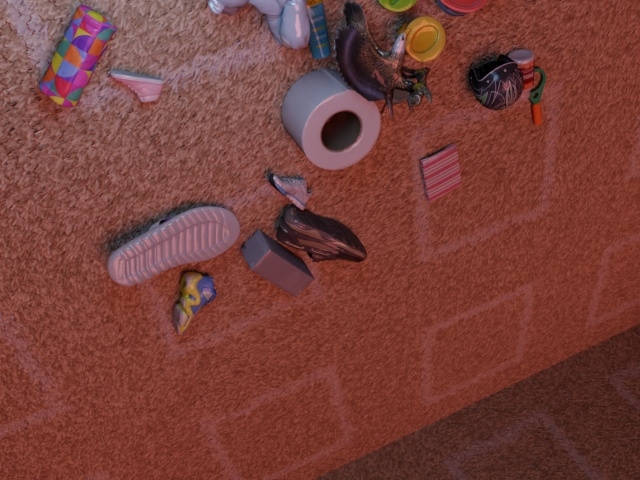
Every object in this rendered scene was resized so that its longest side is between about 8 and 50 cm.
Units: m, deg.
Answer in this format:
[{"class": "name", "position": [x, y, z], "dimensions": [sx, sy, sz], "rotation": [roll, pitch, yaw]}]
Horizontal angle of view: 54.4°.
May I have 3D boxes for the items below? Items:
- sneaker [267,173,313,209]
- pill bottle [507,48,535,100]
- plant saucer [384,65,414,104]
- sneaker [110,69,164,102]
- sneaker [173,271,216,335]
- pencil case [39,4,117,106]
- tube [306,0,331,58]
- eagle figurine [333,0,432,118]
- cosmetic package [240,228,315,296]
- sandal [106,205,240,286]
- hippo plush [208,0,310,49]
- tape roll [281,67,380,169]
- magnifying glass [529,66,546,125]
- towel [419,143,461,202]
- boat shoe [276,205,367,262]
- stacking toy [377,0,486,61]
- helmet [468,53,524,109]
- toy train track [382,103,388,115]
[{"class": "sneaker", "position": [-0.090, -0.172, 1.944], "dimensions": [0.083, 0.071, 0.190], "rotation": [-49, 141, 5]}, {"class": "pill bottle", "position": [0.656, -0.540, 2.042], "dimensions": [0.086, 0.086, 0.152], "rotation": [-25, 133, -10]}, {"class": "plant saucer", "position": [0.239, -0.472, 1.898], "dimensions": [0.119, 0.021, 0.119], "rotation": [-12, 120, -21]}, {"class": "sneaker", "position": [-0.466, -0.385, 1.572], "dimensions": [0.134, 0.051, 0.070], "rotation": [3, 118, -35]}, {"class": "sneaker", "position": [-0.407, 0.212, 2.049], "dimensions": [0.126, 0.091, 0.240], "rotation": [1, 123, -30]}, {"class": "pencil case", "position": [-0.568, -0.426, 1.456], "dimensions": [0.104, 0.104, 0.236], "rotation": [22, 115, -39]}, {"class": "tube", "position": [-0.017, -0.593, 1.663], "dimensions": [0.080, 0.052, 0.207], "rotation": [-29, 128, -19]}, {"class": "eagle figurine", "position": [0.157, -0.479, 1.662], "dimensions": [0.298, 0.226, 0.225], "rotation": [22, 88, -12]}, {"class": "cosmetic package", "position": [-0.143, 0.078, 2.065], "dimensions": [0.107, 0.127, 0.238], "rotation": [-42, 135, 8]}, {"class": "sandal", "position": [-0.441, -0.002, 1.859], "dimensions": [0.416, 0.102, 0.170], "rotation": [-21, 118, -26]}, {"class": "hippo plush", "position": [-0.150, -0.567, 1.466], "dimensions": [0.236, 0.294, 0.235], "rotation": [-7, 107, -14]}, {"class": "tape roll", "position": [0.029, -0.348, 1.792], "dimensions": [0.246, 0.169, 0.246], "rotation": [-15, 130, -18]}, {"class": "magnifying glass", "position": [0.748, -0.499, 2.168], "dimensions": [0.092, 0.026, 0.231], "rotation": [-30, 134, -5]}, {"class": "towel", "position": [0.426, -0.236, 2.199], "dimensions": [0.144, 0.029, 0.197], "rotation": [-27, 136, -7]}, {"class": "boat shoe", "position": [0.000, 0.000, 2.097], "dimensions": [0.355, 0.132, 0.130], "rotation": [26, 120, -31]}, {"class": "stacking toy", "position": [0.294, -0.690, 1.747], "dimensions": [0.309, 0.130, 0.279], "rotation": [-43, 107, 5]}, {"class": "helmet", "position": [0.561, -0.495, 1.967], "dimensions": [0.169, 0.162, 0.170], "rotation": [-13, 132, -15]}, {"class": "toy train track", "position": [0.211, -0.428, 1.933], "dimensions": [0.048, 0.014, 0.083], "rotation": [13, 112, -28]}]
